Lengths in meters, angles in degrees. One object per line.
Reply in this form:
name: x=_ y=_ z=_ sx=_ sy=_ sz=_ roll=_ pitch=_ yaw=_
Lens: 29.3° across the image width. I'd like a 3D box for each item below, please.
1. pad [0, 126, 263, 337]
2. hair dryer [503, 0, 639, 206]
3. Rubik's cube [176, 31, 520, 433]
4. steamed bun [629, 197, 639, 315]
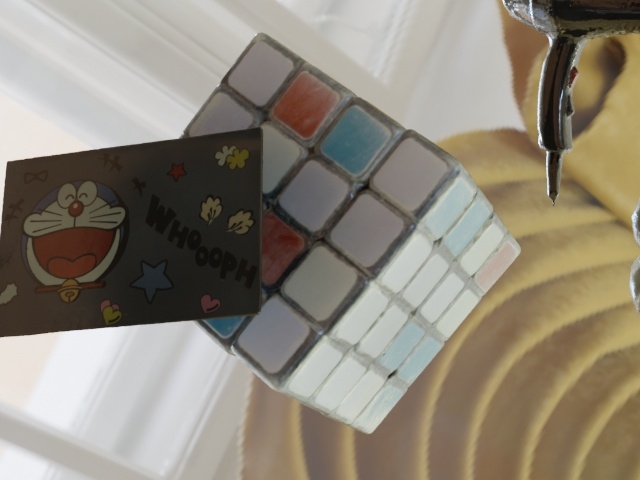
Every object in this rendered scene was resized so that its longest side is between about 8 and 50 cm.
pad: x=-0.165 y=-0.008 z=1.036 sx=0.245 sy=0.006 sz=0.170 roll=-6 pitch=-111 yaw=16
hair dryer: x=0.298 y=-0.169 z=1.339 sx=0.235 sy=0.091 sz=0.272 roll=16 pitch=-76 yaw=37
Rubik's cube: x=0.000 y=0.000 z=1.176 sx=0.253 sy=0.256 sz=0.259 roll=37 pitch=-89 yaw=28
steamed bun: x=0.461 y=0.008 z=1.015 sx=0.372 sy=0.325 sz=0.230 roll=-18 pitch=-173 yaw=30
